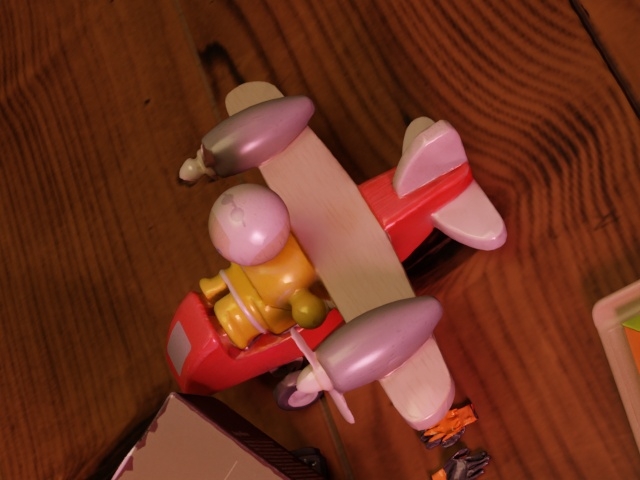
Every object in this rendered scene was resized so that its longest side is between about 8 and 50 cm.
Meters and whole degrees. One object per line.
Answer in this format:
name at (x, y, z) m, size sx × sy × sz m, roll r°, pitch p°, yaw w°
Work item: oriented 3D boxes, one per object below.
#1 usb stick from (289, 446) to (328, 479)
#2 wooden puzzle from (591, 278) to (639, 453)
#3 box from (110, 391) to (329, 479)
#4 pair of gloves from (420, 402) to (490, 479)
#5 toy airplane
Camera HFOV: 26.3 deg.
usb stick at (-0.013, 0.365, 1.497) m, size 0.077 × 0.045 × 0.278 m, roll -23°, pitch 60°, yaw 29°
wooden puzzle at (0.383, 0.118, 1.297) m, size 0.221 × 0.044 × 0.239 m, roll -30°, pitch 57°, yaw 24°
box at (-0.036, 0.336, 1.381) m, size 0.381 × 0.143 × 0.191 m, roll 34°, pitch 92°, yaw 17°
pair of gloves at (0.142, 0.220, 1.460) m, size 0.074 × 0.010 × 0.083 m, roll -30°, pitch 58°, yaw 24°
toy airplane at (0.000, 0.000, 1.484) m, size 0.386 × 0.272 × 0.384 m, roll 4°, pitch 74°, yaw 38°
